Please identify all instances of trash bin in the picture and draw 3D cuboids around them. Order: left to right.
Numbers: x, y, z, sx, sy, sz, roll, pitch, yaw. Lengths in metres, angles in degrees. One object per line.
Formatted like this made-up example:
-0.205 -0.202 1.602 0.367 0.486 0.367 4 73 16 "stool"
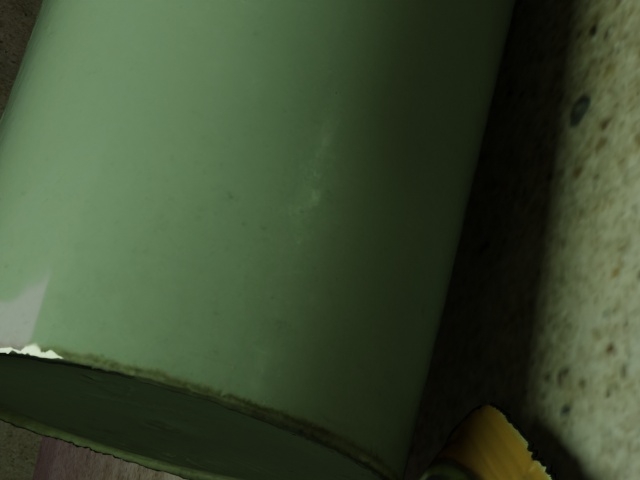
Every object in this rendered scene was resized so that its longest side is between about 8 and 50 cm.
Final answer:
-0.032 -0.093 0.561 0.280 0.280 0.432 -37 35 61 "trash bin"

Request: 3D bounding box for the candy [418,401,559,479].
0.037 0.204 0.442 0.271 0.101 0.143 -62 27 18 "candy"
